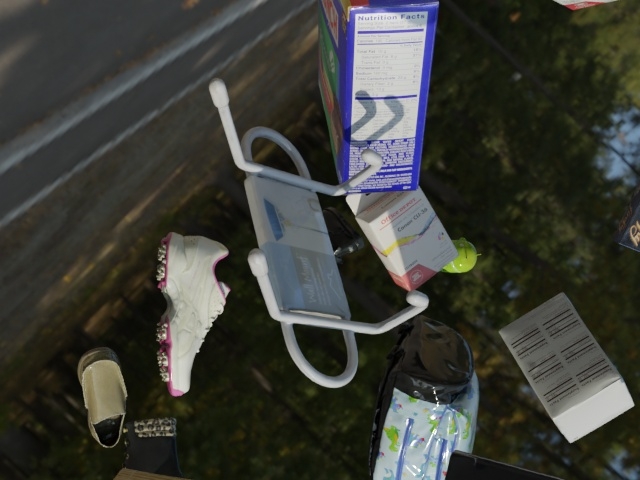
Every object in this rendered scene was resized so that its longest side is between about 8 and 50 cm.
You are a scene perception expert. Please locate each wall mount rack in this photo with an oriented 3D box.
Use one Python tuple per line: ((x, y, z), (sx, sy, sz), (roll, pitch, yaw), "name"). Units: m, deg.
((-0.025, -0.022, 1.125), (0.130, 0.350, 0.304), (-34, 149, 33), "wall mount rack")

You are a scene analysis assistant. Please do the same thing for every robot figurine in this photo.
((0.270, 0.032, 2.050), (0.101, 0.067, 0.115), (-18, -168, -40), "robot figurine")

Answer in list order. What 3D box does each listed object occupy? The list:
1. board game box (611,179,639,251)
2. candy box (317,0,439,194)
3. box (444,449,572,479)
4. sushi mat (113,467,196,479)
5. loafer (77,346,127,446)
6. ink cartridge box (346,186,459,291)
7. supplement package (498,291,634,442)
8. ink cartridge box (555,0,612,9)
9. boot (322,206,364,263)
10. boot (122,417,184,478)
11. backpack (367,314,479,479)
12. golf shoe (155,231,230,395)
((0.713, -0.080, 2.013), (0.042, 0.165, 0.243), (-117, -131, -73), "board game box")
((0.067, -0.266, 1.378), (0.317, 0.122, 0.268), (92, -9, -46), "candy box")
((0.341, 0.473, 1.454), (0.395, 0.294, 0.212), (51, 53, -61), "box")
((-0.170, 0.379, 1.393), (0.151, 0.317, 0.019), (-39, 131, -66), "sushi mat")
((-0.264, 0.196, 1.240), (0.056, 0.050, 0.148), (-17, 129, -21), "loafer")
((0.143, -0.023, 1.764), (0.115, 0.198, 0.067), (-37, -158, -9), "ink cartridge box")
((0.473, 0.246, 1.925), (0.149, 0.203, 0.194), (-33, 148, 7), "supplement package")
((0.404, -0.446, 1.547), (0.128, 0.127, 0.176), (-4, 175, 40), "ink cartridge box")
((0.000, 0.000, 1.552), (0.099, 0.045, 0.121), (-25, -141, -16), "boot")
((-0.369, 0.442, 1.910), (0.236, 0.178, 0.085), (-12, 160, 8), "boot")
((0.212, 0.382, 2.072), (0.290, 0.273, 0.355), (-57, 172, -68), "backpack")
((-0.235, 0.138, 1.873), (0.115, 0.140, 0.306), (-167, -102, -72), "golf shoe")
